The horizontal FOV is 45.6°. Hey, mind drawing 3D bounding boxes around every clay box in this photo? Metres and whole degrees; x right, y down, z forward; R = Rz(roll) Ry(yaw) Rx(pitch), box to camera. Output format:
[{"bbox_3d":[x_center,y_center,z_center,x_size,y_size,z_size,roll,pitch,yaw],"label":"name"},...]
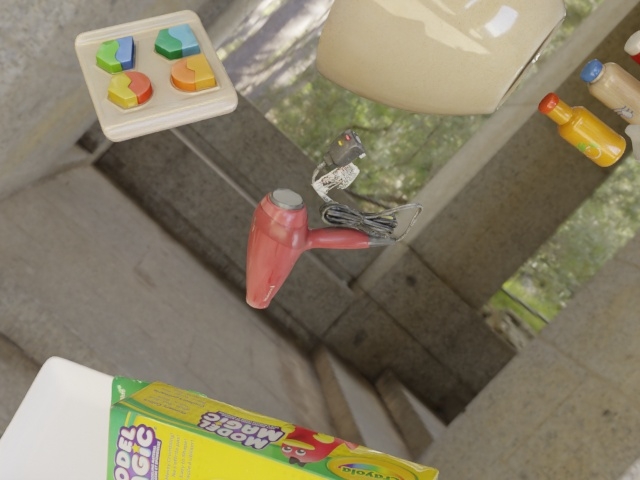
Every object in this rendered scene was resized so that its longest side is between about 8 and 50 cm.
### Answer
[{"bbox_3d":[-0.050,0.169,0.454,0.222,0.127,0.053,11,14,22],"label":"clay box"}]

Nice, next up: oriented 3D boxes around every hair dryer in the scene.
[{"bbox_3d":[0.000,0.000,1.113,0.223,0.294,0.080,47,11,-35],"label":"hair dryer"}]

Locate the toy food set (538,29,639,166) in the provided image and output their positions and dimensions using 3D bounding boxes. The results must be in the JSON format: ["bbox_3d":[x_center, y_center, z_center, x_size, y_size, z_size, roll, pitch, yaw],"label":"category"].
[{"bbox_3d":[0.320,-0.135,0.741,0.105,0.111,0.232,32,2,-14],"label":"toy food set"}]

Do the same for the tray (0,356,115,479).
[{"bbox_3d":[-0.157,0.211,0.683,0.271,0.145,0.030,17,-28,10],"label":"tray"}]

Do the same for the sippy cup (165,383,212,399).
[{"bbox_3d":[-0.259,0.349,1.037,0.224,0.306,0.240,60,3,12],"label":"sippy cup"}]

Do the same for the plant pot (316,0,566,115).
[{"bbox_3d":[0.157,-0.251,0.855,0.191,0.284,0.284,37,1,8],"label":"plant pot"}]

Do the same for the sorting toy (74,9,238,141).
[{"bbox_3d":[-0.240,-0.248,1.097,0.038,0.193,0.208,96,-27,-57],"label":"sorting toy"}]
